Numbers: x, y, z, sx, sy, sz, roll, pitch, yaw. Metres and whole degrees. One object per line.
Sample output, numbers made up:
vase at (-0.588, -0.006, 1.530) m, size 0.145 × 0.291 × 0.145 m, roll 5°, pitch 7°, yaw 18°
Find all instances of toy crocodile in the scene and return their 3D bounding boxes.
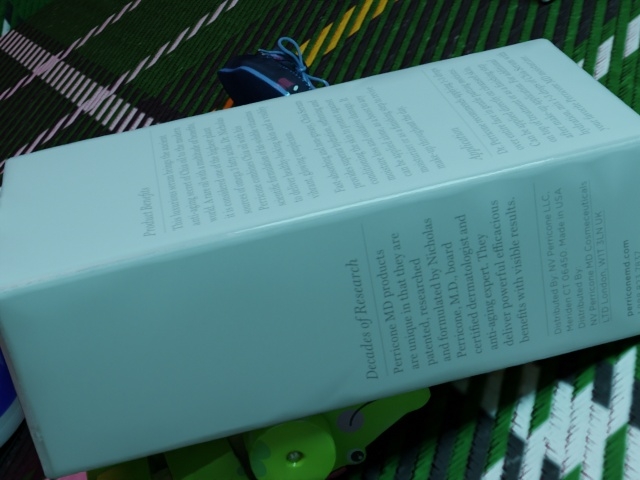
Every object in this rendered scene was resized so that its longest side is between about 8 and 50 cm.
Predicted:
toy crocodile at (-0.073, 0.176, 0.919) m, size 0.340 × 0.105 × 0.115 m, roll -28°, pitch 27°, yaw -1°

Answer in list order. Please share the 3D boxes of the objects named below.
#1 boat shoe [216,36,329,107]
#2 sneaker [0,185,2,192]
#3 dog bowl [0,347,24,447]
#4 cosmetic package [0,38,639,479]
boat shoe at (-0.057, -0.209, 1.515) m, size 0.089 × 0.109 × 0.258 m, roll -34°, pitch 29°, yaw -11°
sneaker at (-0.164, 0.026, 1.102) m, size 0.321 × 0.127 × 0.126 m, roll 11°, pitch 47°, yaw 18°
dog bowl at (-0.438, 0.157, 1.234) m, size 0.264 × 0.104 × 0.265 m, roll -12°, pitch 25°, yaw 5°
cosmetic package at (0.000, 0.000, 0.903) m, size 0.453 × 0.162 × 0.230 m, roll -13°, pitch 27°, yaw -4°
